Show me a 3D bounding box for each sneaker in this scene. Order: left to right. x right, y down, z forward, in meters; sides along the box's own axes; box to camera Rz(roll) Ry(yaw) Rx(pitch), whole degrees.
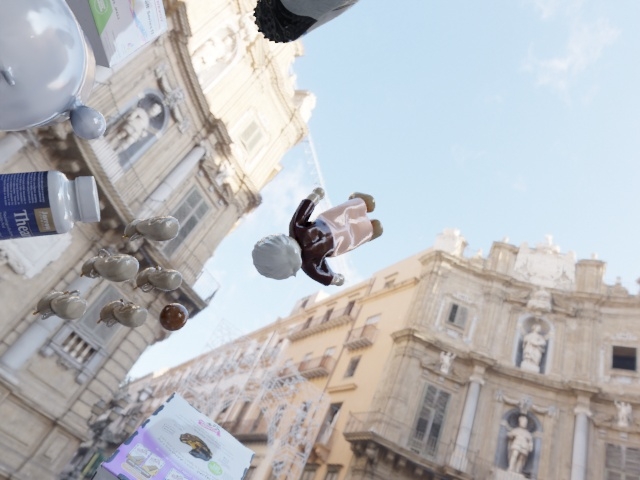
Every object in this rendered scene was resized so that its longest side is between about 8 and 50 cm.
[{"bbox_3d":[-0.007,-0.361,0.694,0.237,0.086,0.085,-6,-63,42],"label":"sneaker"}]

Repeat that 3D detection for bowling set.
[{"bbox_3d":[-0.360,0.101,0.886,0.154,0.287,0.200,-1,-56,41],"label":"bowling set"}]

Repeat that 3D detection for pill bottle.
[{"bbox_3d":[-0.295,-0.037,0.481,0.120,0.067,0.067,-8,-30,-21],"label":"pill bottle"}]

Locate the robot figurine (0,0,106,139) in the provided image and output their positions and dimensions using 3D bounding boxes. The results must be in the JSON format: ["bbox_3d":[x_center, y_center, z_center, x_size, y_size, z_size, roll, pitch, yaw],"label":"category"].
[{"bbox_3d":[-0.414,-0.248,0.620,0.300,0.200,0.353,40,-3,-24],"label":"robot figurine"}]

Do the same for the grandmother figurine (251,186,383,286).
[{"bbox_3d":[0.000,0.000,0.964,0.104,0.342,0.208,-25,-93,43],"label":"grandmother figurine"}]

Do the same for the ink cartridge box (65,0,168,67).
[{"bbox_3d":[-0.564,-0.676,1.345,0.119,0.354,0.207,17,-41,13],"label":"ink cartridge box"}]

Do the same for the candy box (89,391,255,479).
[{"bbox_3d":[-0.198,0.325,0.651,0.164,0.196,0.070,36,-79,3],"label":"candy box"}]
